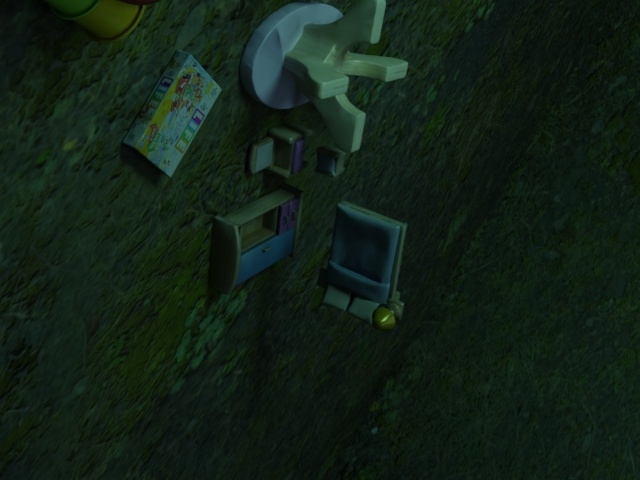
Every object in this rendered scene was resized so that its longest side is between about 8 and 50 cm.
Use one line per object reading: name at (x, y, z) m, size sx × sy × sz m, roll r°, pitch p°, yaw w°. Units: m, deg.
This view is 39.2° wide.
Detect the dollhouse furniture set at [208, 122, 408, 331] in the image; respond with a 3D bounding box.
dollhouse furniture set at (0.000, 0.000, 1.502) m, size 0.198 × 0.303 × 0.286 m, roll -32°, pitch 138°, yaw -49°

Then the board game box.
board game box at (-0.209, -0.179, 1.278) m, size 0.154 × 0.026 × 0.103 m, roll -62°, pitch 154°, yaw -8°

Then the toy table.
toy table at (0.015, -0.285, 1.456) m, size 0.274 × 0.161 × 0.252 m, roll -38°, pitch 142°, yaw -42°

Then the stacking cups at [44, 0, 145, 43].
stacking cups at (-0.306, -0.313, 0.922) m, size 0.096 × 0.096 × 0.316 m, roll -64°, pitch 152°, yaw -3°

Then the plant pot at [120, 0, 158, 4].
plant pot at (-0.104, -0.398, 0.933) m, size 0.272 × 0.265 × 0.272 m, roll -4°, pitch 94°, yaw -61°
